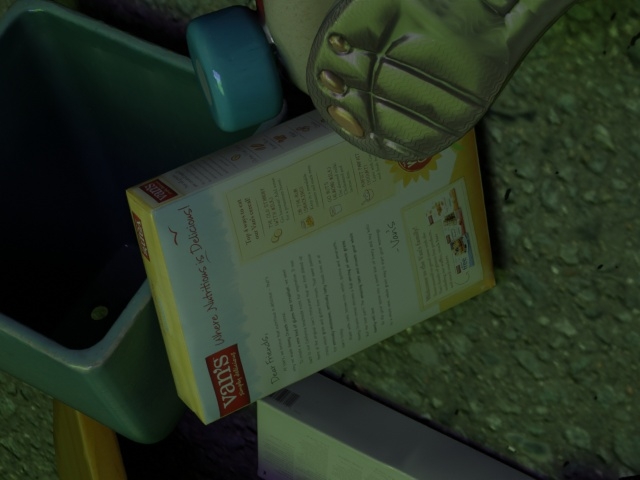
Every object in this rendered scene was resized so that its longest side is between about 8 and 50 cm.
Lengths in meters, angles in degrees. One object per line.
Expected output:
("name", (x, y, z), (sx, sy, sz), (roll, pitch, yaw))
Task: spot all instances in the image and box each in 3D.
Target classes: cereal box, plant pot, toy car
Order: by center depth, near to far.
("toy car", (-0.001, -0.223, 1.020), (0.210, 0.219, 0.238), (83, 165, -51))
("cereal box", (0.000, 0.000, 1.124), (0.047, 0.240, 0.173), (39, 147, 51))
("plant pot", (-0.165, 0.015, 1.274), (0.248, 0.247, 0.252), (24, 155, 24))

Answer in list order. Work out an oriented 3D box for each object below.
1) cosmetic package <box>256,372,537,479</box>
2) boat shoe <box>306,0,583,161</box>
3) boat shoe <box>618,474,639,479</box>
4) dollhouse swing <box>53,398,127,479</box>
("cosmetic package", (0.061, 0.193, 1.355), (0.239, 0.060, 0.099), (25, 135, 23))
("boat shoe", (0.117, -0.177, 0.857), (0.123, 0.116, 0.324), (46, 120, -7))
("boat shoe", (0.322, 0.142, 1.066), (0.340, 0.127, 0.113), (-9, 87, 51))
("dollhouse swing", (-0.089, 0.272, 1.498), (0.315, 0.305, 0.347), (3, 149, -7))
